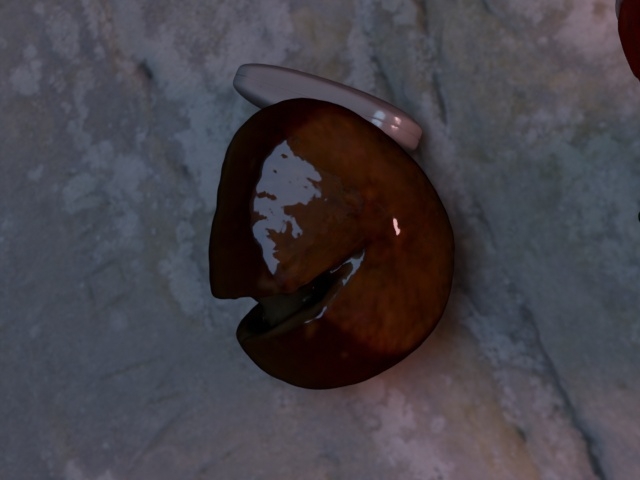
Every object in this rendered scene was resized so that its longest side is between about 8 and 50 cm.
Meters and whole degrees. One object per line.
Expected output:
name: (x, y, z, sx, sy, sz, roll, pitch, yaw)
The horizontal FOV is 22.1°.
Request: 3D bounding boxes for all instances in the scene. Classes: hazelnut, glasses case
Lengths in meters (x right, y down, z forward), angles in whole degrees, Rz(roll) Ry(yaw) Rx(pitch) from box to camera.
hazelnut: (0.000, 0.000, 1.432, 0.217, 0.217, 0.252, -16, 95, 23)
glasses case: (0.005, -0.123, 1.522, 0.193, 0.074, 0.049, 22, 89, 29)

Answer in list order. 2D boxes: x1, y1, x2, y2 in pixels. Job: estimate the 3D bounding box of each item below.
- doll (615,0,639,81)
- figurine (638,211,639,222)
doll: (0.315, -0.207, 1.306, 0.188, 0.099, 0.384, -36, 43, 17)
figurine: (0.385, -0.033, 1.288, 0.234, 0.127, 0.185, -37, 69, 4)
